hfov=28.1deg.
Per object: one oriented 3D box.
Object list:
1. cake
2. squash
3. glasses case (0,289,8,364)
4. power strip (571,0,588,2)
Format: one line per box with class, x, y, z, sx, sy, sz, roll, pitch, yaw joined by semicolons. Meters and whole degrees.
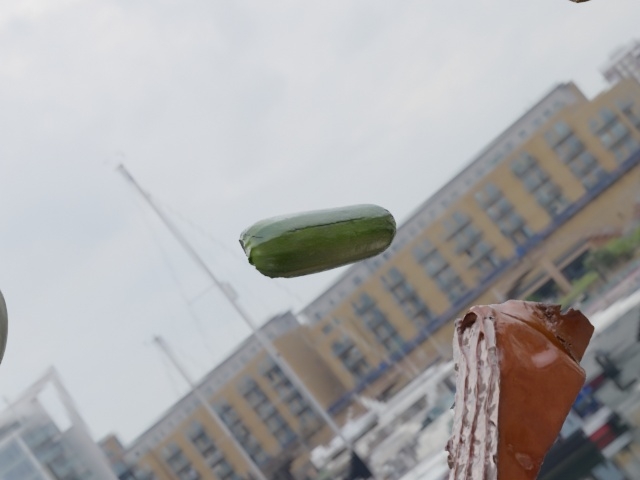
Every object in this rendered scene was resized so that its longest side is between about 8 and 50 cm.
cake;0.158;0.172;1.176;0.098;0.135;0.287;-24;36;52
squash;0.000;0.000;1.378;0.239;0.069;0.069;-10;-27;-49
glasses case;-0.096;0.035;0.273;0.083;0.021;0.032;-47;-33;-51
power strip;0.220;-0.280;1.072;0.028;0.049;0.178;-25;-47;-28
